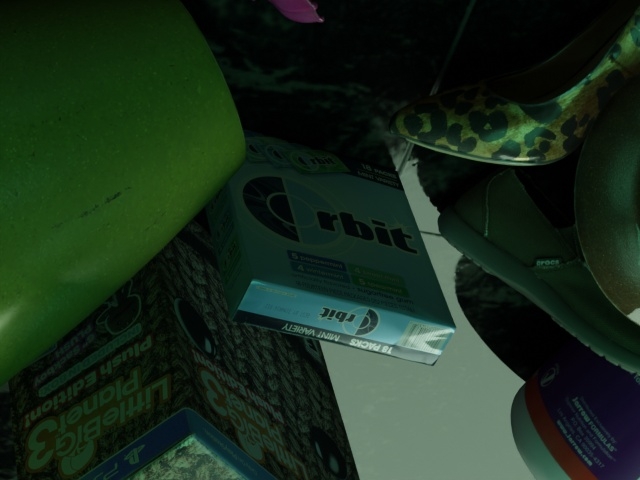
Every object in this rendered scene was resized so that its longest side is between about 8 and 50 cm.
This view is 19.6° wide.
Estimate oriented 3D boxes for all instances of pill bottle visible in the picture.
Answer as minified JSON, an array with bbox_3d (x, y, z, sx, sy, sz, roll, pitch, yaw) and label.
[{"bbox_3d":[0.313,0.089,1.460,0.181,0.181,0.323,29,115,-31],"label":"pill bottle"}]

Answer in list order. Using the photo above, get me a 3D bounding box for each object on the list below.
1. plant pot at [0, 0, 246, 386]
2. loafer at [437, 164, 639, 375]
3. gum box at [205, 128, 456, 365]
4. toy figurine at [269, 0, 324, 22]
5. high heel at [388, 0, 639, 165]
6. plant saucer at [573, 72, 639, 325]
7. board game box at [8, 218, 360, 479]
[{"bbox_3d":[-0.206,-0.045,1.201,0.293,0.275,0.275,-26,130,-13],"label":"plant pot"},{"bbox_3d":[0.201,0.024,1.368,0.087,0.251,0.094,-57,158,8],"label":"loafer"},{"bbox_3d":[0.000,0.000,1.311,0.157,0.184,0.041,14,123,-23],"label":"gum box"},{"bbox_3d":[0.019,-0.214,1.220,0.173,0.130,0.159,-6,147,-41],"label":"toy figurine"},{"bbox_3d":[0.176,-0.152,1.311,0.261,0.093,0.186,-5,119,-10],"label":"high heel"},{"bbox_3d":[0.270,-0.029,1.288,0.198,0.036,0.199,-1,91,-24],"label":"plant saucer"},{"bbox_3d":[-0.095,0.136,1.326,0.141,0.291,0.232,-35,128,14],"label":"board game box"}]
